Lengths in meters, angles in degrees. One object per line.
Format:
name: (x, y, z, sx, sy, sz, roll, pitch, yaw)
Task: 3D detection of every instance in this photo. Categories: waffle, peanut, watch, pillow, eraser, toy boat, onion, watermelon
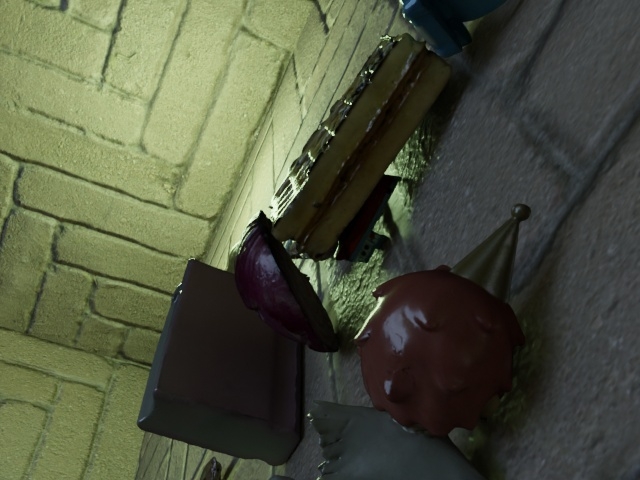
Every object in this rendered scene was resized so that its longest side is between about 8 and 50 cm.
waffle: (0.052, -0.161, 1.098, 0.376, 0.114, 0.261, -55, 9, 11)
peanut: (-0.222, 0.083, 1.934, 0.256, 0.124, 0.123, 121, 162, -49)
watch: (0.207, -0.385, 0.934, 0.193, 0.211, 0.211, -36, 30, 26)
pillow: (-0.255, 0.620, 1.480, 0.135, 0.049, 0.248, 129, 152, -53)
eraser: (-0.172, 0.220, 1.259, 0.359, 0.272, 0.122, -94, 28, -55)
toy boat: (0.084, -0.035, 1.098, 0.172, 0.059, 0.069, -64, 15, -5)
onion: (-0.072, 0.096, 1.104, 0.111, 0.250, 0.247, -28, 39, 3)
watermelon: (0.000, 0.000, 1.346, 0.187, 0.071, 0.139, -51, 29, 30)

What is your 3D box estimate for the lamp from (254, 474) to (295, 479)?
lamp: (-0.106, 0.459, 1.041, 0.179, 0.108, 0.246, -93, 27, -47)

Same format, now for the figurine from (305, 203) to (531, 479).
figurine: (0.104, 0.142, 0.640, 0.207, 0.166, 0.386, 16, 83, 41)
